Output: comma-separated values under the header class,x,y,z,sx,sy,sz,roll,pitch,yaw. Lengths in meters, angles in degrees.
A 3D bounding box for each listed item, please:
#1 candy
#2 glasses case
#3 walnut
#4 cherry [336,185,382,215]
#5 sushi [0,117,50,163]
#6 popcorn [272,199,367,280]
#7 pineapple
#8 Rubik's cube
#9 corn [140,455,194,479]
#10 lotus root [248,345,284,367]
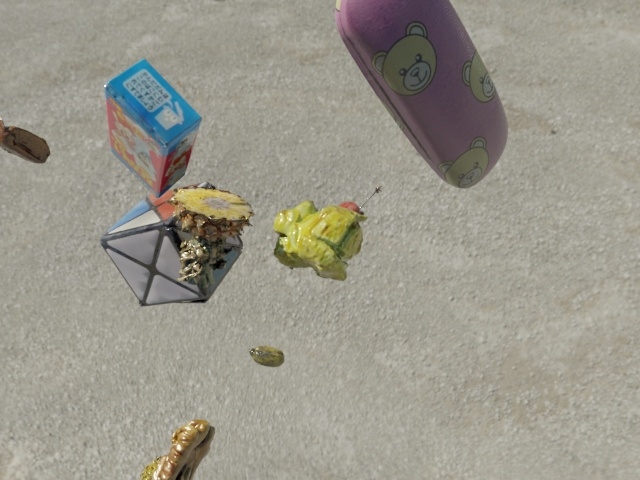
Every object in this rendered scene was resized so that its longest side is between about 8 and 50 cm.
class,x,y,z,sx,sy,sz,roll,pitch,yaw
candy,-0.343,-0.212,1.065,0.157,0.306,0.100,45,66,-4
glasses case,0.133,-0.191,0.629,0.123,0.316,0.076,-50,35,-9
walnut,-0.292,0.458,1.109,0.069,0.143,0.170,20,63,20
cherry,0.122,-0.101,1.790,0.225,0.107,0.090,-31,50,-20
sushi,-0.532,-0.173,0.938,0.055,0.120,0.052,27,87,26
popcorn,-0.003,-0.005,1.589,0.276,0.276,0.225,18,72,3
pineapple,-0.341,0.006,1.534,0.263,0.271,0.262,15,21,-6
Rubik's cube,-0.484,0.015,1.776,0.307,0.310,0.305,-9,30,24
corn,-0.344,0.664,1.335,0.318,0.115,0.115,25,52,29
lotus root,-0.142,0.305,1.379,0.099,0.049,0.054,14,26,-5
